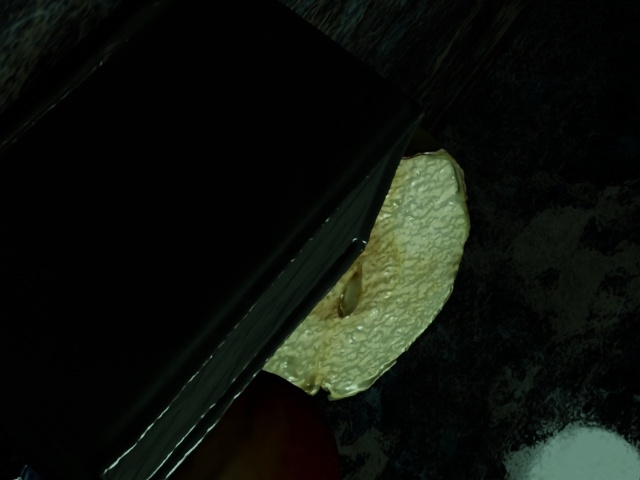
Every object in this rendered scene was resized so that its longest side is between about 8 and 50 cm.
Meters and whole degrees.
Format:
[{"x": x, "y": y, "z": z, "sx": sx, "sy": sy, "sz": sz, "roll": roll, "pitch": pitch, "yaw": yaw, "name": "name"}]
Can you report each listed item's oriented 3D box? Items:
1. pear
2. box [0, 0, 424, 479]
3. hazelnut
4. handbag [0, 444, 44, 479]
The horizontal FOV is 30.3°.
[{"x": 0.000, "y": 0.000, "z": 1.476, "sx": 0.340, "sy": 0.191, "sz": 0.386, "roll": 2, "pitch": 122, "yaw": -36, "name": "pear"}, {"x": -0.120, "y": 0.009, "z": 0.846, "sx": 0.345, "sy": 0.204, "sz": 0.251, "roll": -49, "pitch": 172, "yaw": -22, "name": "box"}, {"x": -0.184, "y": 0.297, "z": 1.207, "sx": 0.421, "sy": 0.352, "sz": 0.421, "roll": -15, "pitch": -161, "yaw": 5, "name": "hazelnut"}, {"x": -0.332, "y": 0.237, "z": 1.003, "sx": 0.260, "sy": 0.113, "sz": 0.162, "roll": -48, "pitch": 167, "yaw": -22, "name": "handbag"}]
